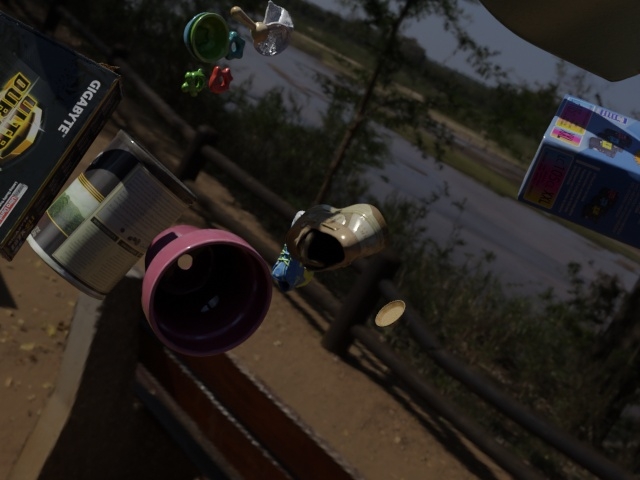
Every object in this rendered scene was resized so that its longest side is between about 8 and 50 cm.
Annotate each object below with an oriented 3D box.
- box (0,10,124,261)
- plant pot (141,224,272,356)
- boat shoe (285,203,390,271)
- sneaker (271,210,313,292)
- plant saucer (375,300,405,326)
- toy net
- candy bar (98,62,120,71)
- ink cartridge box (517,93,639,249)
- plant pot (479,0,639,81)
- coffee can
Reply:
[{"bbox_3d":[-0.489,-0.168,1.160,0.257,0.322,0.079,28,-20,2],"label":"box"},{"bbox_3d":[-0.204,0.063,1.272,0.201,0.201,0.180,19,9,-32],"label":"plant pot"},{"bbox_3d":[0.000,0.000,1.508,0.122,0.110,0.341,64,-26,-5],"label":"boat shoe"},{"bbox_3d":[-0.064,0.043,2.041,0.091,0.240,0.126,24,43,26],"label":"sneaker"},{"bbox_3d":[0.170,0.178,1.862,0.015,0.083,0.083,51,3,-23],"label":"plant saucer"},{"bbox_3d":[-0.109,-0.288,1.161,0.045,0.122,0.232,19,32,40],"label":"toy net"},{"bbox_3d":[-0.429,-0.287,1.429,0.040,0.161,0.018,-2,73,-51],"label":"candy bar"},{"bbox_3d":[0.614,-0.113,1.508,0.395,0.151,0.270,25,36,12],"label":"ink cartridge box"},{"bbox_3d":[0.270,-0.324,0.735,0.252,0.247,0.248,11,-6,-19],"label":"plant pot"},{"bbox_3d":[-0.408,-0.050,1.533,0.201,0.275,0.201,42,-3,3],"label":"coffee can"}]
